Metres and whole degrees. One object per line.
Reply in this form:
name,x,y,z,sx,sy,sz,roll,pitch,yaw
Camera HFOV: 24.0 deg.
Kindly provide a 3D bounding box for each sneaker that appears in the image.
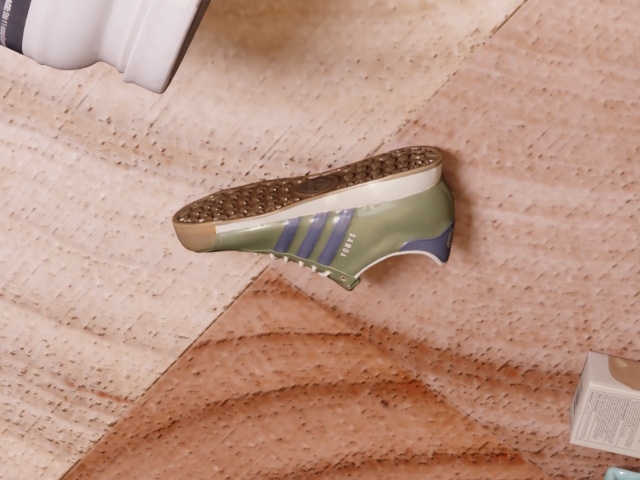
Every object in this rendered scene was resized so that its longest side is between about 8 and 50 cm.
sneaker,0.000,0.000,1.023,0.192,0.064,0.086,-13,113,13

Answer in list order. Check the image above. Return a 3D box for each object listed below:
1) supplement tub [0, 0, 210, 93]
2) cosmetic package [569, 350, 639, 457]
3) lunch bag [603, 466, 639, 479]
supplement tub,-0.180,-0.214,0.849,0.272,0.191,0.191,25,122,-6
cosmetic package,0.240,0.124,1.074,0.115,0.041,0.060,13,122,1
lunch bag,0.318,0.296,1.059,0.262,0.223,0.160,10,128,1
